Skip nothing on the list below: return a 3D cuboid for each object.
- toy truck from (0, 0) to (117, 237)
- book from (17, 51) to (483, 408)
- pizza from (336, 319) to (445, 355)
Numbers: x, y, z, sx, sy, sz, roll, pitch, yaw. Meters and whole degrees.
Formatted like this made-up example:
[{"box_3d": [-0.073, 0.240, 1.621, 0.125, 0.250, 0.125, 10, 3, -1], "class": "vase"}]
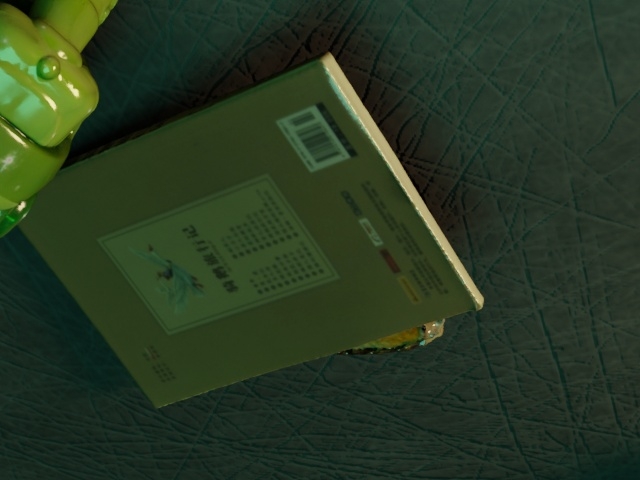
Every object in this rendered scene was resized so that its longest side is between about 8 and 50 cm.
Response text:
[{"box_3d": [-0.207, -0.112, 1.134, 0.210, 0.187, 0.148, -32, 118, 26], "class": "toy truck"}, {"box_3d": [-0.063, 0.004, 1.250, 0.310, 0.021, 0.217, -19, 116, 33], "class": "book"}, {"box_3d": [0.000, 0.000, 1.265, 0.185, 0.052, 0.195, 3, 127, 18], "class": "pizza"}]
